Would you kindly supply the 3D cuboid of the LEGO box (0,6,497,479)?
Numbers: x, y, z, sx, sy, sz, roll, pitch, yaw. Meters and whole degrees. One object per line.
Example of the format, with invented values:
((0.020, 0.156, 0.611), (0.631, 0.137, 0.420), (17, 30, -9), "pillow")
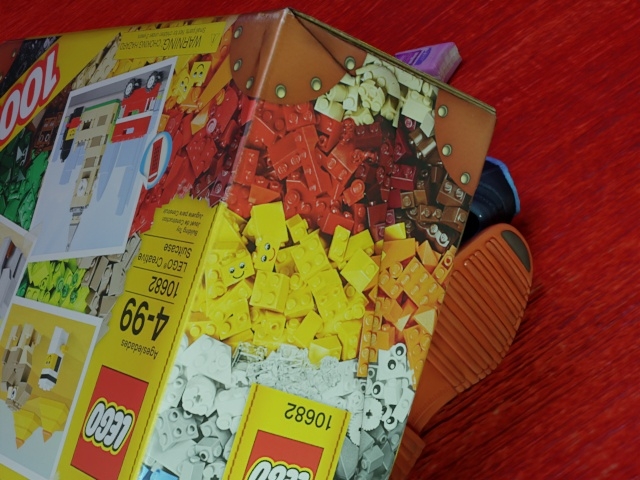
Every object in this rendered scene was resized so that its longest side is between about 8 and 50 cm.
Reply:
((-0.137, 0.039, 1.030), (0.500, 0.193, 0.373), (8, 79, 56), "LEGO box")

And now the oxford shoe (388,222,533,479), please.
((0.063, 0.088, 1.034), (0.271, 0.097, 0.098), (-47, 25, -21), "oxford shoe")

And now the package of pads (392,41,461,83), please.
((0.110, -0.188, 1.458), (0.083, 0.032, 0.050), (-4, 39, 43), "package of pads")

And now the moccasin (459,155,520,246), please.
((0.000, 0.000, 1.163), (0.342, 0.138, 0.117), (-24, 9, 22), "moccasin")
